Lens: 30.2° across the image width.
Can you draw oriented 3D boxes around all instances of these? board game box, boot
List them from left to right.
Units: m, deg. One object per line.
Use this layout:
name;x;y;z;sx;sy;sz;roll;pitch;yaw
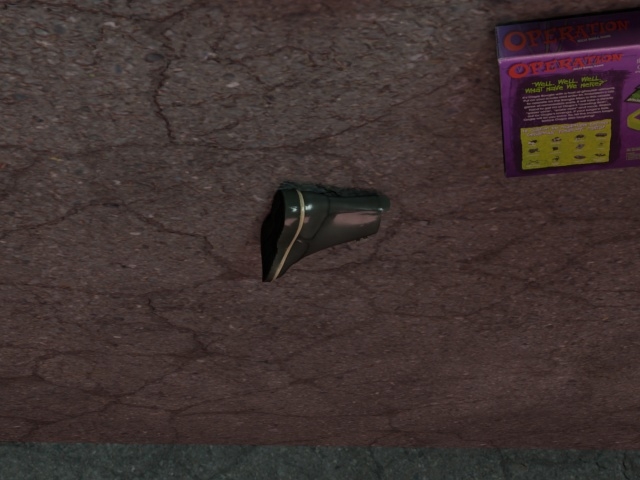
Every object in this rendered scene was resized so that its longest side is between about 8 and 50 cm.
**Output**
boot;0.000;0.000;1.504;0.137;0.077;0.198;-1;159;-15
board game box;0.350;-0.148;1.167;0.346;0.056;0.208;-4;153;8
